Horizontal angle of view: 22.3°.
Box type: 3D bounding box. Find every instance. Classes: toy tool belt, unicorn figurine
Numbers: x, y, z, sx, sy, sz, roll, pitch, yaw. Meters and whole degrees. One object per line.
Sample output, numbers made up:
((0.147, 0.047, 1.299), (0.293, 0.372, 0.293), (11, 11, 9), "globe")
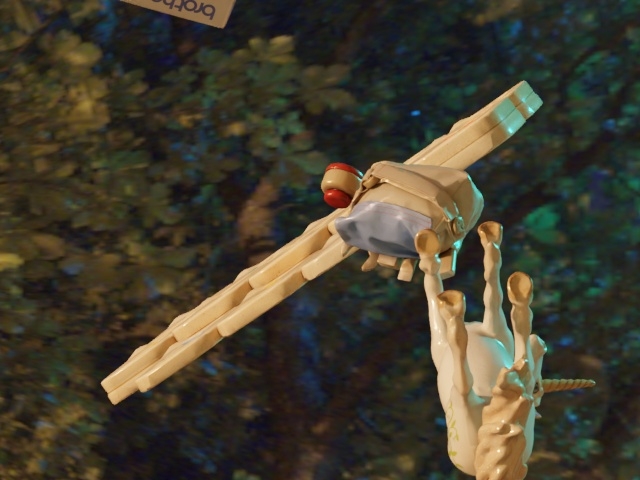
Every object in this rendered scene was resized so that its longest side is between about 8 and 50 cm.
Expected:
((0.030, -0.008, 0.733), (0.052, 0.083, 0.051), (50, -125, -49), "toy tool belt")
((0.069, 0.051, 0.662), (0.162, 0.060, 0.111), (-59, -37, -60), "unicorn figurine")

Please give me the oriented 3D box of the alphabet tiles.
((0.000, 0.000, 0.934), (0.284, 0.278, 0.021), (-35, -88, 21), "alphabet tiles")

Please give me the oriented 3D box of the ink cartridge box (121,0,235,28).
((-0.138, -0.165, 0.749), (0.207, 0.097, 0.046), (13, -54, -16), "ink cartridge box")
